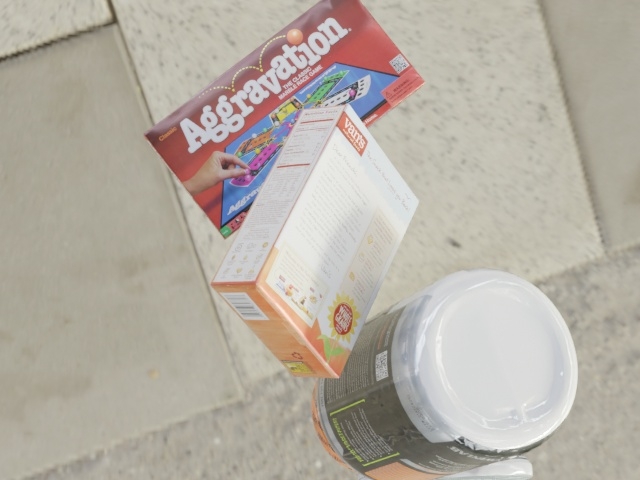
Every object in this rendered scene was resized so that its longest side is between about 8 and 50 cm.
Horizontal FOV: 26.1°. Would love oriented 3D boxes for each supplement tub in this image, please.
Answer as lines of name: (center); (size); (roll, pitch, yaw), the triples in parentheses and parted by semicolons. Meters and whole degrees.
supplement tub: (0.116, 0.156, 1.477); (0.193, 0.316, 0.194); (7, 72, -22)

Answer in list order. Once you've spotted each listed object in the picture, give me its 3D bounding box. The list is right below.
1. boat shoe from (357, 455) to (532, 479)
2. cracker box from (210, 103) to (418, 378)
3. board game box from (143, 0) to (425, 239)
boat shoe: (0.156, 0.266, 1.724); (0.226, 0.083, 0.076); (3, 66, -17)
cracker box: (0.000, 0.000, 1.384); (0.156, 0.067, 0.232); (51, 52, -36)
board game box: (-0.039, -0.143, 1.510); (0.281, 0.027, 0.145); (-39, 88, -8)
